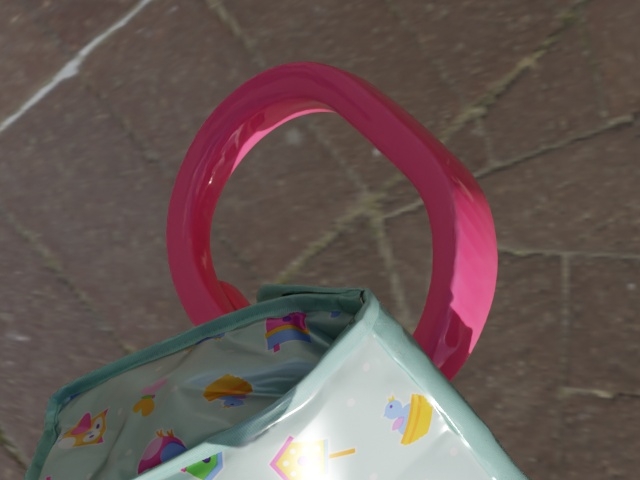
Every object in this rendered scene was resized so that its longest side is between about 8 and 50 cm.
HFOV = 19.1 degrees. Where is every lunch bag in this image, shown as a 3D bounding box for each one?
[{"bbox_3d":[-0.014,0.153,1.128,0.262,0.160,0.223,-28,116,22],"label":"lunch bag"}]

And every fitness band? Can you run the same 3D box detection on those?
[{"bbox_3d":[0.000,0.000,1.287,0.054,0.291,0.209,20,109,-45],"label":"fitness band"}]
